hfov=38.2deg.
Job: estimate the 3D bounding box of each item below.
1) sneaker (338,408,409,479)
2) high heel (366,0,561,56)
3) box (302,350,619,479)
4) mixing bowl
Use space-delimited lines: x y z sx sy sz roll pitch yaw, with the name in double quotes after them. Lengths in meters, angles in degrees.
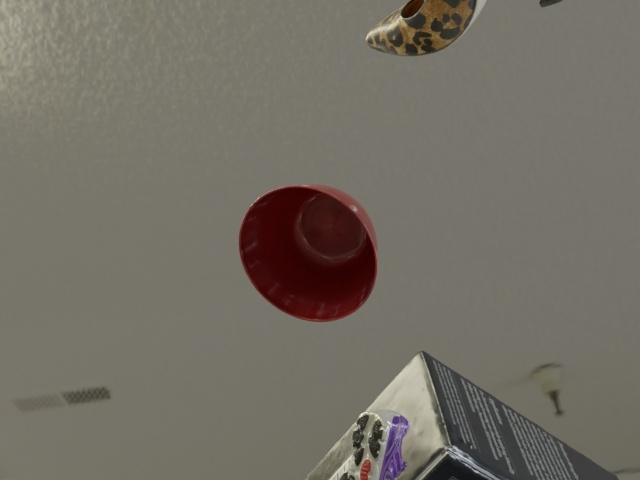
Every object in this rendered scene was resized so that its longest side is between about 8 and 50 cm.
0.069 0.284 1.094 0.071 0.068 0.169 12 -81 -36 "sneaker"
0.110 -0.292 0.940 0.261 0.093 0.186 -12 -51 44 "high heel"
0.217 0.528 1.539 0.472 0.297 0.480 35 -72 -16 "box"
0.000 0.000 1.160 0.182 0.098 0.181 9 -63 19 "mixing bowl"
